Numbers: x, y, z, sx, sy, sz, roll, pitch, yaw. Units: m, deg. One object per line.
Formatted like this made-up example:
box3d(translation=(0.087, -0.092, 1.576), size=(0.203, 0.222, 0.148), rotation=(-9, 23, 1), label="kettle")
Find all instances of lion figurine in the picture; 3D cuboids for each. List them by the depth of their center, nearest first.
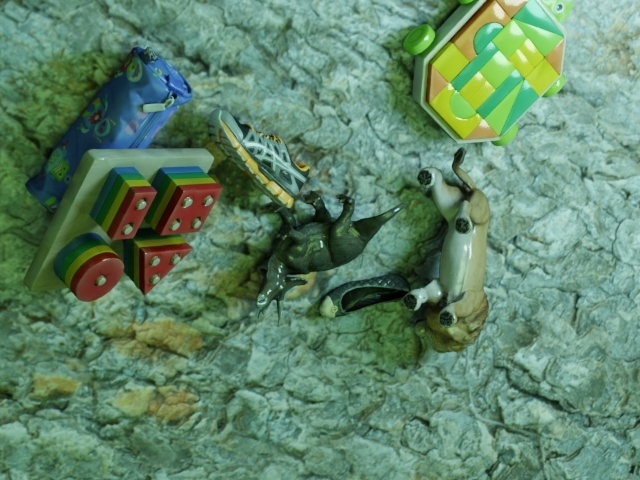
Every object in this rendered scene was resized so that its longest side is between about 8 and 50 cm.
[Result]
box3d(translation=(0.247, 0.025, 2.054), size=(0.240, 0.142, 0.392), rotation=(-9, 115, -61), label="lion figurine")

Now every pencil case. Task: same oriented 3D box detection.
box3d(translation=(-0.321, -0.156, 1.777), size=(0.119, 0.133, 0.306), rotation=(33, 101, -40), label="pencil case")

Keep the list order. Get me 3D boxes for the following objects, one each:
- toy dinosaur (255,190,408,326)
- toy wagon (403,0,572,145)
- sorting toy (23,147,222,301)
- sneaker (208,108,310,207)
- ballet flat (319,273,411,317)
box3d(translation=(0.000, 0.000, 1.994), size=(0.313, 0.121, 0.160), rotation=(-27, 132, -11), label="toy dinosaur")
box3d(translation=(0.312, -0.330, 1.958), size=(0.344, 0.068, 0.267), rotation=(-46, 121, 5), label="toy wagon")
box3d(translation=(-0.290, -0.014, 1.782), size=(0.257, 0.089, 0.255), rotation=(-7, 135, -53), label="sorting toy")
box3d(translation=(-0.101, -0.148, 1.896), size=(0.083, 0.084, 0.215), rotation=(-49, 124, -8), label="sneaker")
box3d(translation=(0.080, 0.101, 2.088), size=(0.173, 0.049, 0.057), rotation=(-18, 118, -11), label="ballet flat")
